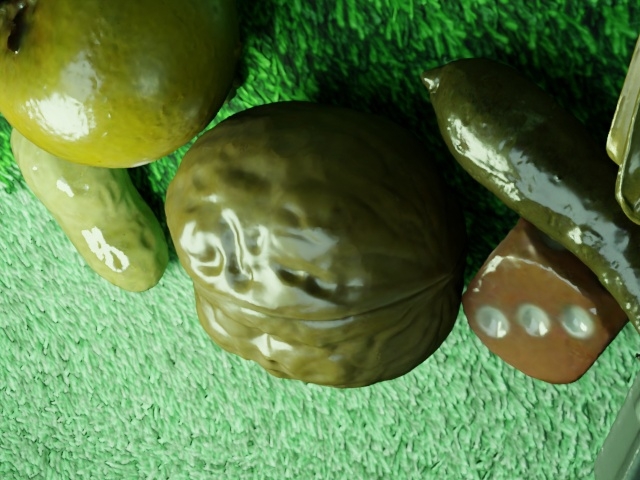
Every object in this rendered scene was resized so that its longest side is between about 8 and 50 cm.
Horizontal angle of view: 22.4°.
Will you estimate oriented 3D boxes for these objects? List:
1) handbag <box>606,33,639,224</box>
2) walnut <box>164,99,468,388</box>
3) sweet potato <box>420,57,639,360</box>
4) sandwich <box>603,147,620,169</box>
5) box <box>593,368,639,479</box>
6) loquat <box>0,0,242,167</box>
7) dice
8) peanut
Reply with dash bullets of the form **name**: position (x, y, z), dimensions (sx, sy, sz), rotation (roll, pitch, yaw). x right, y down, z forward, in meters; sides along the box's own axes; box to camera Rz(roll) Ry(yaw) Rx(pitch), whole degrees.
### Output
- **handbag**: position (0.454, -0.190, 1.554), dimensions (0.283, 0.133, 0.401), rotation (12, 118, 2)
- **walnut**: position (0.000, 0.000, 1.973), dimensions (0.398, 0.308, 0.354), rotation (17, 141, 35)
- **sweet potato**: position (0.267, -0.049, 1.763), dimensions (0.422, 0.130, 0.130), rotation (50, 137, 12)
- **sandwich**: position (0.392, -0.072, 1.783), dimensions (0.160, 0.109, 0.184), rotation (54, 141, 22)
- **box**: position (0.525, 0.185, 1.712), dimensions (0.396, 0.111, 0.396), rotation (5, 132, -11)
- **loquat**: position (-0.237, -0.241, 2.006), dimensions (0.328, 0.328, 0.359), rotation (-16, 153, 43)
- **dice**: position (0.285, 0.052, 1.891), dimensions (0.179, 0.175, 0.174), rotation (37, 135, 6)
- **peanut**: position (-0.325, -0.064, 2.297), dimensions (0.147, 0.147, 0.319), rotation (-25, 100, 45)
